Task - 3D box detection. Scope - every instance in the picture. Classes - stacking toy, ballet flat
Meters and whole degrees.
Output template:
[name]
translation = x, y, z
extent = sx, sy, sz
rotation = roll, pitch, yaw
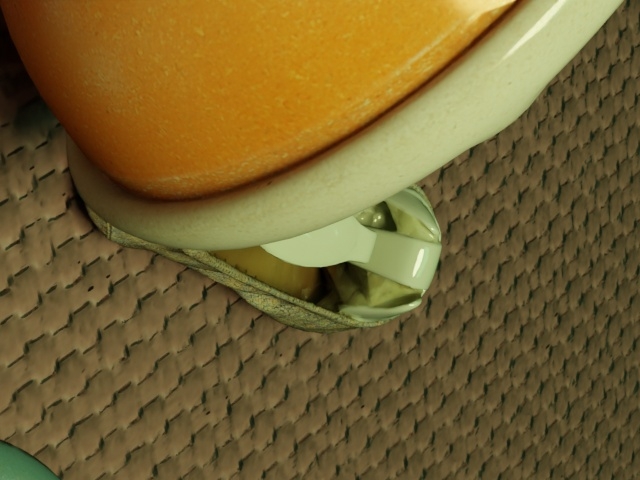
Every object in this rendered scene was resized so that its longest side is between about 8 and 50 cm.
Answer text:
[stacking toy]
translation = -0.100, -0.258, 0.716
extent = 0.480, 0.351, 0.350
rotation = 44, 65, -30
[ballet flat]
translation = 0.000, 0.000, 1.025
extent = 0.316, 0.106, 0.107
rotation = 13, 91, -54

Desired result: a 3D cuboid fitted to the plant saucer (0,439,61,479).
[plant saucer]
translation = -0.199, 0.250, 0.902
extent = 0.318, 0.044, 0.317
rotation = -20, 116, -48
